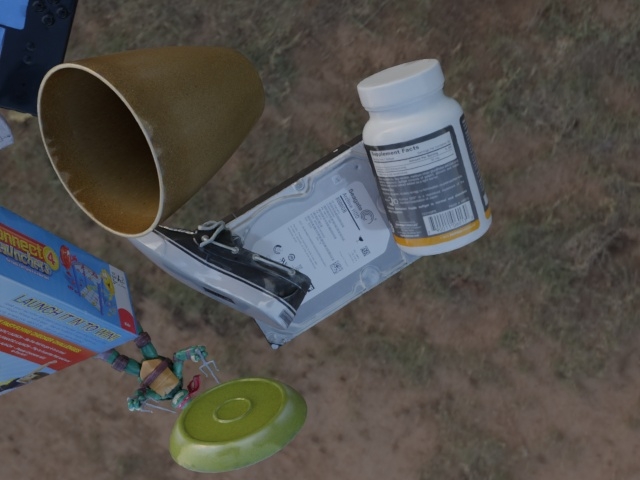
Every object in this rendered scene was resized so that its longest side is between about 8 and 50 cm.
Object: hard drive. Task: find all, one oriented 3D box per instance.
[{"bbox_3d":[0.000,0.000,1.657,0.339,0.064,0.237,-32,106,-7],"label":"hard drive"}]

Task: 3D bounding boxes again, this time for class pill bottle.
[{"bbox_3d":[0.159,-0.130,1.517,0.162,0.162,0.278,-9,110,28],"label":"pill bottle"}]

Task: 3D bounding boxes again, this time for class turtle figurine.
[{"bbox_3d":[-0.307,0.250,1.815,0.234,0.175,0.118,41,152,-1],"label":"turtle figurine"}]

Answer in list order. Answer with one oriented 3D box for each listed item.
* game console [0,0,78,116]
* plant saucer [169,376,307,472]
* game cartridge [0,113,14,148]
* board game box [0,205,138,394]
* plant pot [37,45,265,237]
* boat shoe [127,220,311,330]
[{"bbox_3d":[-0.625,-0.402,1.670,0.386,0.060,0.342,13,118,-17],"label":"game console"},{"bbox_3d":[-0.142,0.295,1.622,0.241,0.241,0.037,-4,116,25],"label":"plant saucer"},{"bbox_3d":[-0.453,-0.151,1.319,0.056,0.017,0.083,-23,151,-2],"label":"game cartridge"},{"bbox_3d":[-0.406,0.084,1.034,0.302,0.086,0.308,-23,154,13],"label":"board game box"},{"bbox_3d":[-0.203,-0.164,1.301,0.237,0.254,0.237,24,131,31],"label":"plant pot"},{"bbox_3d":[-0.158,0.026,1.498,0.306,0.105,0.113,24,162,22],"label":"boat shoe"}]
